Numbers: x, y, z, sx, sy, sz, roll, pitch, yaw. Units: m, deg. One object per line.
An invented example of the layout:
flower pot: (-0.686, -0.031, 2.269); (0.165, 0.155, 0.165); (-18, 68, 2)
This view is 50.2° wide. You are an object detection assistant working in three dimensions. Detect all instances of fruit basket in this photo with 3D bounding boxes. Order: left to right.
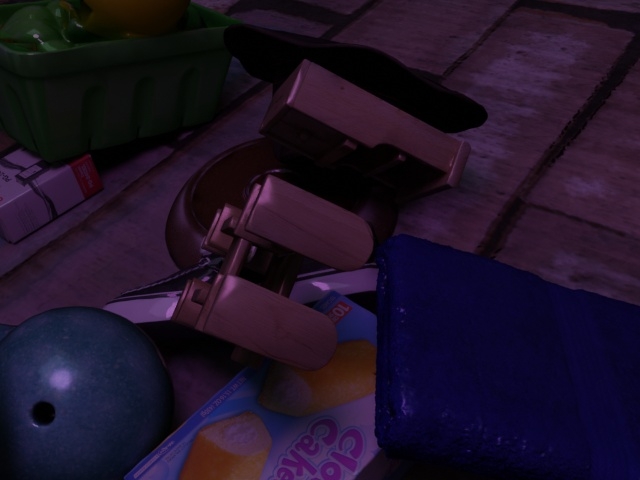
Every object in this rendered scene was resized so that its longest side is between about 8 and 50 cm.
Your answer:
fruit basket: (-0.294, -0.325, 0.945); (0.283, 0.392, 0.392); (29, 54, 33)

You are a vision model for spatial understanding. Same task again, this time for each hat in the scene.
hat: (0.022, -0.138, 0.826); (0.331, 0.331, 0.133); (18, 92, 26)

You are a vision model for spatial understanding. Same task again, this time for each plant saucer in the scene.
plant saucer: (-0.055, -0.053, 0.895); (0.311, 0.050, 0.310); (-4, 42, 4)

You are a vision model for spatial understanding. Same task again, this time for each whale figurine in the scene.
whale figurine: (-0.263, 0.168, 0.588); (0.272, 0.141, 0.216); (-26, 84, -9)

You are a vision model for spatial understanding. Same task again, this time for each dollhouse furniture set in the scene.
dollhouse furniture set: (0.000, 0.000, 0.587); (0.161, 0.212, 0.242); (25, 78, -15)

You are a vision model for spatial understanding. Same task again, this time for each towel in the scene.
towel: (0.188, 0.120, 0.582); (0.308, 0.076, 0.227); (18, 39, -10)

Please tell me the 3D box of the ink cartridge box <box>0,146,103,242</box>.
ink cartridge box: (-0.405, -0.078, 0.960); (0.109, 0.063, 0.150); (29, 53, 33)

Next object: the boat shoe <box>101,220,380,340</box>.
boat shoe: (-0.081, 0.036, 0.732); (0.307, 0.113, 0.104); (-11, 73, -4)

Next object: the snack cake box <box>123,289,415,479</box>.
snack cake box: (-0.015, 0.181, 0.607); (0.152, 0.089, 0.264); (28, 53, 33)
